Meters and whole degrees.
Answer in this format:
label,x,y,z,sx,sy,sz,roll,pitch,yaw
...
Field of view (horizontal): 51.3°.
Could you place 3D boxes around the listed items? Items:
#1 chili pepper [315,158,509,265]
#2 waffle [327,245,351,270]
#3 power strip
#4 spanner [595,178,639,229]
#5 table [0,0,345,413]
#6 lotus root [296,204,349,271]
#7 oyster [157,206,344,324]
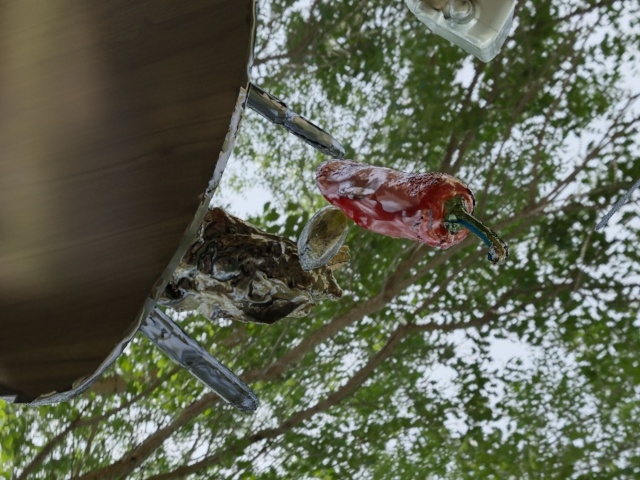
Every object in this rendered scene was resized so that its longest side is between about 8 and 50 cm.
label,x,y,z,sx,sy,sz,roll,pitch,yaw
chili pepper,0.111,-0.058,0.967,0.110,0.110,0.388,-19,-155,-34
waffle,-0.007,0.061,1.573,0.103,0.148,0.042,-11,-105,-45
power strip,0.164,-0.253,0.754,0.098,0.058,0.338,33,-161,6
spanner,0.547,-0.090,1.165,0.046,0.208,0.012,-24,-117,-42
table,-0.125,-0.010,0.497,0.318,0.249,0.317,-8,-114,18
lotus root,0.000,0.000,0.854,0.054,0.099,0.049,44,-160,30
oyster,-0.138,0.087,1.283,0.361,0.221,0.096,24,-168,-11
